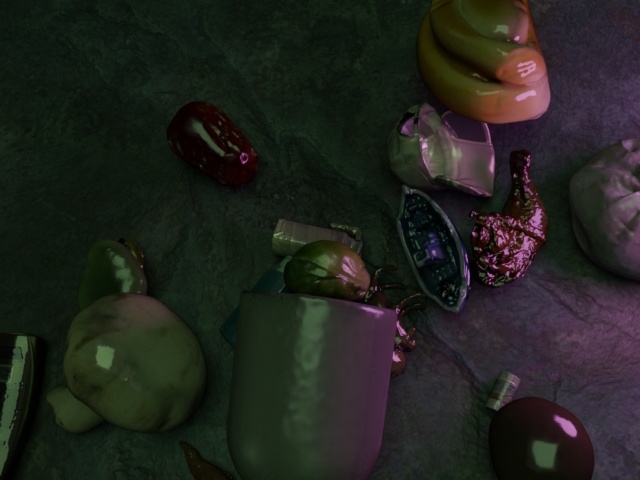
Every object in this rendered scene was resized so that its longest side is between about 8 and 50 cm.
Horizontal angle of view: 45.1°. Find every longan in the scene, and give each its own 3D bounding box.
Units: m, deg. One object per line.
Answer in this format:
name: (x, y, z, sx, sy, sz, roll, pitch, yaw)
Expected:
longan: (0.423, 0.408, 1.483, 0.197, 0.196, 0.220, -12, 62, 2)

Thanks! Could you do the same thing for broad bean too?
broad bean: (-0.468, 0.103, 1.750, 0.169, 0.100, 0.227, 14, 83, 17)

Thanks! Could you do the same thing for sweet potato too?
sweet potato: (-0.224, 0.494, 1.591, 0.226, 0.068, 0.068, 41, 79, 19)

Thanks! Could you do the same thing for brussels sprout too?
brussels sprout: (0.013, 0.070, 1.616, 0.183, 0.145, 0.131, 1, 61, 2)

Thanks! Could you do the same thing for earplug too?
earplug: (-0.025, 0.309, 1.503, 0.313, 0.312, 0.393, 6, 84, 8)

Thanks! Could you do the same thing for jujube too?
jujube: (-0.253, -0.224, 1.811, 0.230, 0.155, 0.155, 43, 80, 13)

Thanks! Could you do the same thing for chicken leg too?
chicken leg: (0.412, -0.042, 1.683, 0.177, 0.083, 0.322, 42, 71, -14)

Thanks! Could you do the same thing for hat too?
hat: (0.278, -0.187, 1.747, 0.275, 0.161, 0.231, 18, 63, -13)

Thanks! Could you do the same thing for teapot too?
teapot: (0.000, 0.000, 1.744, 0.201, 0.077, 0.107, 13, 52, 11)

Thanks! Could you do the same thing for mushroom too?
mushroom: (-0.418, 0.281, 1.611, 0.336, 0.314, 0.314, -34, 67, 26)

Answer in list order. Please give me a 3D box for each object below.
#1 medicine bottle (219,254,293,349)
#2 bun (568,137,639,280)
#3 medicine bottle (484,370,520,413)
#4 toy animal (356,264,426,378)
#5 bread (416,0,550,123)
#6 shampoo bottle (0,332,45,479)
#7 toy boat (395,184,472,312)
medicine bottle: (-0.116, 0.157, 1.693, 0.124, 0.079, 0.258, 32, 76, 20)
bun: (0.702, -0.075, 1.626, 0.355, 0.194, 0.354, -2, 68, 5)
medicine bottle: (0.378, 0.318, 1.597, 0.047, 0.047, 0.083, 25, 75, 14)
toy animal: (0.146, 0.179, 1.659, 0.186, 0.093, 0.214, -38, 63, -13)
bread: (0.398, -0.451, 1.746, 0.329, 0.245, 0.423, 12, 47, -11)
shampoo bottle: (-0.687, 0.378, 1.674, 0.126, 0.084, 0.350, 0, 70, 9)
toy boat: (0.239, 0.015, 1.659, 0.129, 0.142, 0.309, -30, 68, 27)
